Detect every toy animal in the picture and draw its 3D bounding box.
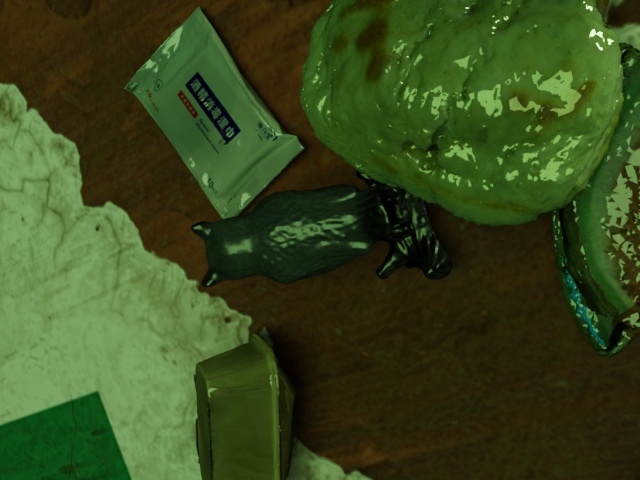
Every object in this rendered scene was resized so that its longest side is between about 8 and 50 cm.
[{"bbox_3d":[-0.003,0.001,0.569,0.210,0.117,0.121,-17,97,-6],"label":"toy animal"}]

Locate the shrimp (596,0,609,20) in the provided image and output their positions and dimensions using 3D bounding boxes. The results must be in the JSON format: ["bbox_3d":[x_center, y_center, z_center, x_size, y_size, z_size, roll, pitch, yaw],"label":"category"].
[{"bbox_3d":[0.170,-0.199,0.524,0.124,0.034,0.178,30,130,33],"label":"shrimp"}]

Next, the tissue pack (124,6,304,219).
[{"bbox_3d":[-0.112,-0.129,0.691,0.122,0.026,0.193,-42,80,25],"label":"tissue pack"}]

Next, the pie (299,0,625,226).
[{"bbox_3d":[0.097,-0.131,0.491,0.248,0.090,0.201,28,93,28],"label":"pie"}]

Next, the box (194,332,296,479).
[{"bbox_3d":[-0.071,0.187,0.683,0.111,0.111,0.177,5,101,26],"label":"box"}]

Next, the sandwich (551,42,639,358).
[{"bbox_3d":[0.245,-0.018,0.502,0.159,0.079,0.235,22,107,22],"label":"sandwich"}]
